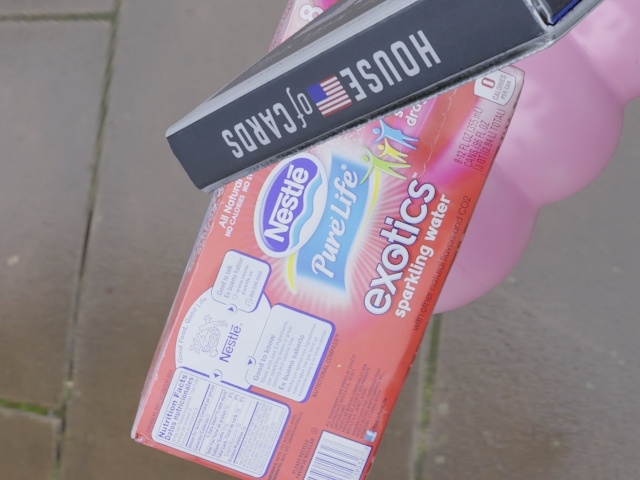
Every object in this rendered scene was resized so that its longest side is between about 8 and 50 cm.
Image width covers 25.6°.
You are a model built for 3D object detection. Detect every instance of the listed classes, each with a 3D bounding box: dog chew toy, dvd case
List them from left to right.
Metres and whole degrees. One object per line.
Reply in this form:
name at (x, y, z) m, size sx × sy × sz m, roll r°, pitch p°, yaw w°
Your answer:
dog chew toy at (0.126, -0.097, 1.044) m, size 0.332 × 0.206 × 0.207 m, roll -41°, pitch 62°, yaw 10°
dvd case at (0.076, -0.106, 0.444) m, size 0.030 × 0.238 × 0.179 m, roll 56°, pitch 148°, yaw -10°

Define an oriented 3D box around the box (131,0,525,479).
box at (0.000, 0.000, 0.776) m, size 0.128 × 0.122 × 0.257 m, roll 20°, pitch 97°, yaw -7°
